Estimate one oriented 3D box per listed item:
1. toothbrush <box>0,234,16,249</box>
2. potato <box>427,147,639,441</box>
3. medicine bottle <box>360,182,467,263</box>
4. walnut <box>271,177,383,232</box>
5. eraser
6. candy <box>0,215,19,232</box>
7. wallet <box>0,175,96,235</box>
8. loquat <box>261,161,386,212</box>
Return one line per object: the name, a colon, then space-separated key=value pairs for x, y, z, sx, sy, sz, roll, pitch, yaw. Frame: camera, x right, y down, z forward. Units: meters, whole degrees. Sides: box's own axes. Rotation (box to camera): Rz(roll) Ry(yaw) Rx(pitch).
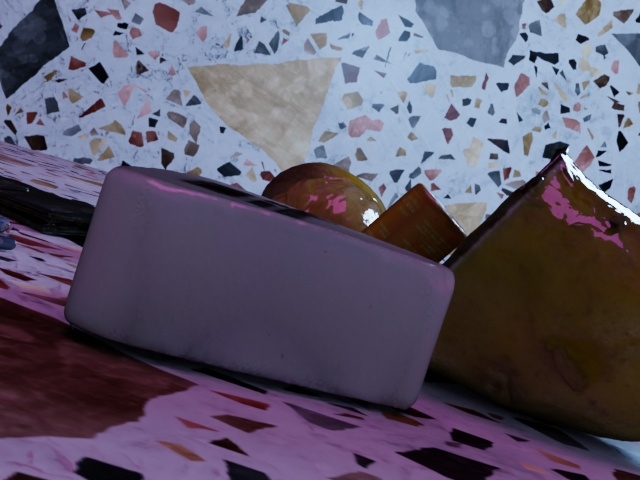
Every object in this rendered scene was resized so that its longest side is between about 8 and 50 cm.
toothbrush: x=-0.414 y=-0.013 z=1.195 sx=0.220 sy=0.016 sz=0.019 roll=12 pitch=-3 yaw=-44
potato: x=0.246 y=0.108 z=1.257 sx=0.296 sy=0.290 sz=0.397 roll=46 pitch=-34 yaw=8
medicine bottle: x=0.085 y=0.022 z=1.470 sx=0.096 sy=0.192 sz=0.096 roll=48 pitch=8 yaw=-9
walnut: x=0.000 y=0.000 z=1.704 sx=0.195 sy=0.195 sz=0.222 roll=18 pitch=11 yaw=9
eraser: x=-0.082 y=0.027 z=1.075 sx=0.331 sy=0.149 sz=0.331 roll=16 pitch=1 yaw=0
candy: x=-0.405 y=-0.026 z=1.406 sx=0.083 sy=0.020 sz=0.030 roll=20 pitch=4 yaw=17
wallet: x=-0.419 y=-0.057 z=1.667 sx=0.317 sy=0.044 sz=0.169 roll=19 pitch=5 yaw=40
loquat: x=0.003 y=-0.024 z=1.924 sx=0.238 sy=0.193 sz=0.238 roll=29 pitch=-7 yaw=4
